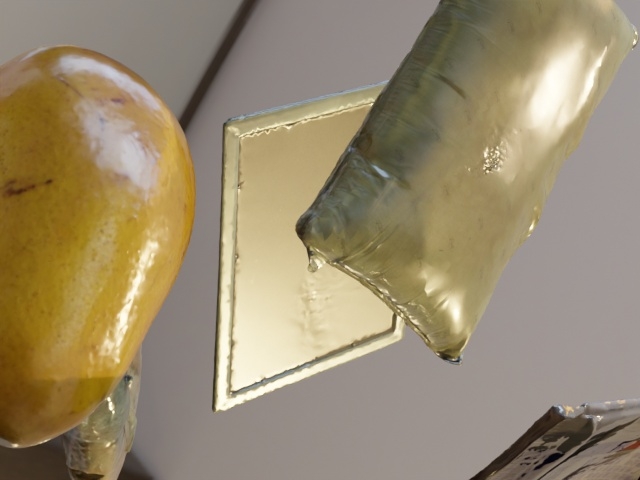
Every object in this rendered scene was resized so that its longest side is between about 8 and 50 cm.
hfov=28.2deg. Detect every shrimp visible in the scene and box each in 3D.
[{"bbox_3d":[-0.181,0.095,1.110,0.075,0.289,0.178,3,-138,9],"label":"shrimp"}]

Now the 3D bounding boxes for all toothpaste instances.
[{"bbox_3d":[0.169,0.118,0.719,0.068,0.282,0.099,28,-74,40],"label":"toothpaste"}]

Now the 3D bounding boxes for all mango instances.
[{"bbox_3d":[-0.139,0.000,0.640,0.112,0.145,0.219,99,-3,-56],"label":"mango"}]

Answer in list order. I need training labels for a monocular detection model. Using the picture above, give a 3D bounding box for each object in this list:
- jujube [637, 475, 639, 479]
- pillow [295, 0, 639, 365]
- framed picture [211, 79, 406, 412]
[{"bbox_3d":[0.242,0.266,0.618,0.258,0.258,0.377,29,-46,52],"label":"jujube"},{"bbox_3d":[0.108,-0.074,0.878,0.075,0.185,0.302,15,-109,50],"label":"pillow"},{"bbox_3d":[0.000,0.000,1.053,0.017,0.217,0.274,36,-49,41],"label":"framed picture"}]
